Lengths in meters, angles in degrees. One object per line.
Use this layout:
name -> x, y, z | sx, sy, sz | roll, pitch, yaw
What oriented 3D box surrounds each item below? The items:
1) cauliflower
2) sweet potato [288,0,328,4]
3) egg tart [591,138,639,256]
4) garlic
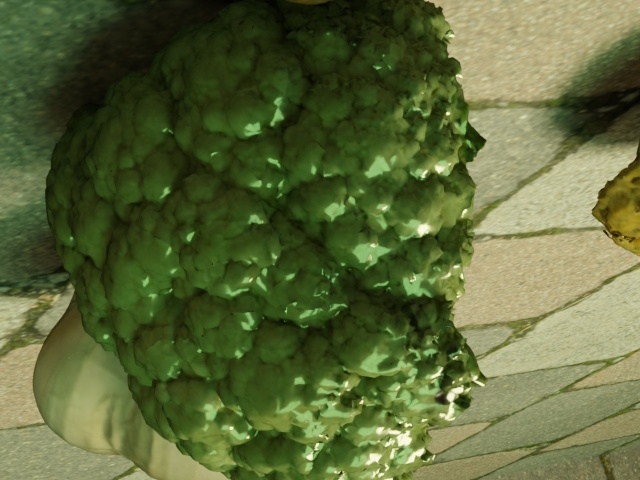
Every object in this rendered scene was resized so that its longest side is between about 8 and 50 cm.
cauliflower -> 0.000, 0.000, 0.778 | 0.275, 0.272, 0.250 | -15, -164, 44
sweet potato -> -0.012, -0.137, 0.601 | 0.081, 0.062, 0.233 | -31, 160, 35
egg tart -> 0.320, -0.072, 1.006 | 0.290, 0.115, 0.290 | -13, 163, -4
garlic -> -0.052, 0.062, 0.973 | 0.281, 0.184, 0.203 | -11, 146, -14
